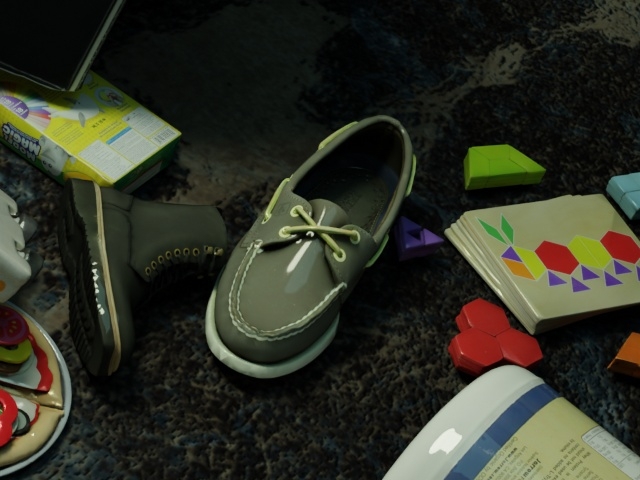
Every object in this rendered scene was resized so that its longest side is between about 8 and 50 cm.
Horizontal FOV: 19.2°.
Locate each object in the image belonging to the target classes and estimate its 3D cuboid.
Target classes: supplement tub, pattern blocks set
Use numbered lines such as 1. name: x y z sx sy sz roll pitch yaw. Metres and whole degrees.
1. supplement tub: 0.180 0.260 1.262 0.316 0.228 0.228 38 41 16
2. pattern blocks set: 0.216 0.019 1.704 0.324 0.026 0.285 -1 46 -27

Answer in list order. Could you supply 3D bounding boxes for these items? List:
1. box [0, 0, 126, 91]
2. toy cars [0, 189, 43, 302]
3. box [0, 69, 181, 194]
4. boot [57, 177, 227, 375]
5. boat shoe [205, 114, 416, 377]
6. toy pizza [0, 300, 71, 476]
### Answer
1. box: -0.229 -0.474 1.614 0.297 0.480 0.472 23 31 -17
2. toy cars: -0.338 -0.065 1.462 0.394 0.087 0.176 46 6 28
3. box: -0.221 -0.106 1.616 0.179 0.043 0.105 37 41 11
4. boot: -0.127 0.026 1.489 0.137 0.077 0.198 7 43 -20
5. boat shoe: -0.004 -0.002 1.568 0.109 0.091 0.305 28 40 6
6. toy pizza: -0.277 0.092 1.375 0.201 0.032 0.201 14 41 -12
